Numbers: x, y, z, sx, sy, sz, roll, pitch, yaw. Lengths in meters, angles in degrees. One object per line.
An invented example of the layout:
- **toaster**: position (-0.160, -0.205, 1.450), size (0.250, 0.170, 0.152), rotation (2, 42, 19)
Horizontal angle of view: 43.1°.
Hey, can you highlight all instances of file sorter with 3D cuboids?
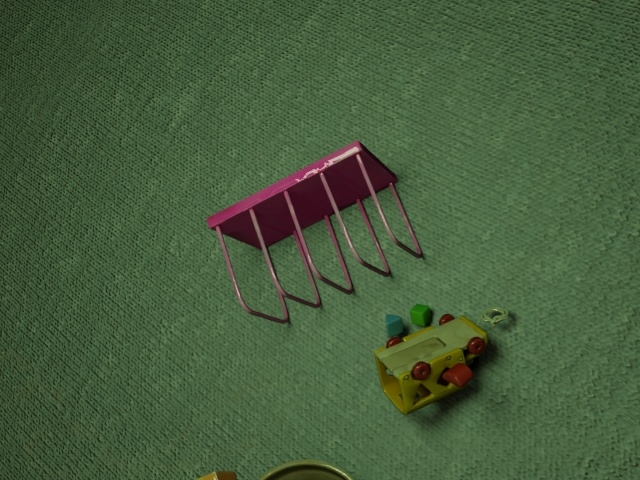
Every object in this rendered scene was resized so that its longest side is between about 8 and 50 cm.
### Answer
- **file sorter**: position (0.000, 0.000, 1.376), size (0.291, 0.202, 0.182), rotation (-26, 70, 15)

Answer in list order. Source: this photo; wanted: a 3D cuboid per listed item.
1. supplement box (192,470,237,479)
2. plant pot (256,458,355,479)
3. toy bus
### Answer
- **supplement box**: position (-0.256, 0.477, 1.423), size (0.233, 0.078, 0.080), rotation (-26, 67, 15)
- **plant pot**: position (-0.017, 0.478, 1.284), size (0.237, 0.110, 0.237), rotation (-8, 59, 13)
- **toy bus**: position (0.189, 0.196, 1.288), size (0.202, 0.191, 0.104), rotation (0, 119, 25)
